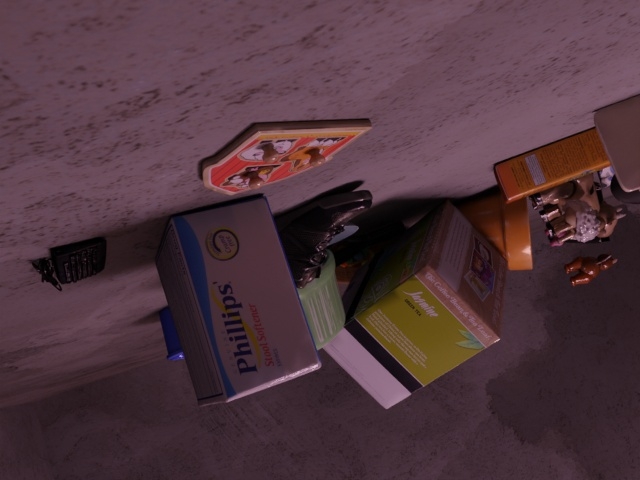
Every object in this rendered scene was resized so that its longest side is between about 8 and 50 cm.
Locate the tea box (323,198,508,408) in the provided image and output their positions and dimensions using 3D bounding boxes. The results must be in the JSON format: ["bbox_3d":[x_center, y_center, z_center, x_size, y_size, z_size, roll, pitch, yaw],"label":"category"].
[{"bbox_3d":[0.215,0.132,1.508,0.323,0.220,0.329,-40,-171,29],"label":"tea box"}]

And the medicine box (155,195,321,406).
[{"bbox_3d":[-0.142,0.107,1.068,0.149,0.263,0.289,-15,171,-21],"label":"medicine box"}]

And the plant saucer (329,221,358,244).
[{"bbox_3d":[-0.024,-0.009,1.328,0.195,0.037,0.195,-18,170,-3],"label":"plant saucer"}]

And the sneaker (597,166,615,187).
[{"bbox_3d":[0.697,-0.177,1.627,0.081,0.080,0.211,-20,172,21],"label":"sneaker"}]

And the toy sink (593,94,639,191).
[{"bbox_3d":[0.602,-0.180,1.201,0.234,0.153,0.131,-20,171,6],"label":"toy sink"}]

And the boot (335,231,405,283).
[{"bbox_3d":[0.161,0.050,1.887,0.262,0.095,0.203,-24,171,16],"label":"boot"}]

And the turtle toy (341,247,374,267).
[{"bbox_3d":[0.090,0.033,1.712,0.095,0.066,0.130,-24,169,31],"label":"turtle toy"}]

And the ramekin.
[{"bbox_3d":[-0.097,0.139,1.389,0.303,0.148,0.303,-17,-167,4],"label":"ramekin"}]

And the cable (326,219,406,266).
[{"bbox_3d":[0.076,-0.007,1.578,0.287,0.072,0.139,-28,158,-23],"label":"cable"}]

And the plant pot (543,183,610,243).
[{"bbox_3d":[0.823,-0.075,2.217,0.167,0.187,0.188,-10,176,29],"label":"plant pot"}]

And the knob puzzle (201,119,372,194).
[{"bbox_3d":[-0.056,-0.087,0.825,0.213,0.030,0.213,-18,171,-3],"label":"knob puzzle"}]

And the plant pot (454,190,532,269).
[{"bbox_3d":[0.408,-0.025,1.661,0.188,0.205,0.205,-5,175,17],"label":"plant pot"}]

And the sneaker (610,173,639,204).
[{"bbox_3d":[0.709,-0.173,1.352,0.146,0.122,0.330,14,152,-37],"label":"sneaker"}]

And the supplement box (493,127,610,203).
[{"bbox_3d":[0.464,-0.149,1.342,0.233,0.080,0.078,-22,173,10],"label":"supplement box"}]

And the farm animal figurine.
[{"bbox_3d":[0.596,-0.081,1.586,0.172,0.330,0.327,-25,138,15],"label":"farm animal figurine"}]

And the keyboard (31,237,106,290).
[{"bbox_3d":[-0.359,0.046,0.996,0.100,0.038,0.192,-15,169,-21],"label":"keyboard"}]

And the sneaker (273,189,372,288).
[{"bbox_3d":[0.000,0.000,1.151,0.227,0.130,0.087,-24,171,21],"label":"sneaker"}]

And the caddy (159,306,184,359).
[{"bbox_3d":[-0.271,0.231,1.822,0.341,0.179,0.241,-26,167,40],"label":"caddy"}]
